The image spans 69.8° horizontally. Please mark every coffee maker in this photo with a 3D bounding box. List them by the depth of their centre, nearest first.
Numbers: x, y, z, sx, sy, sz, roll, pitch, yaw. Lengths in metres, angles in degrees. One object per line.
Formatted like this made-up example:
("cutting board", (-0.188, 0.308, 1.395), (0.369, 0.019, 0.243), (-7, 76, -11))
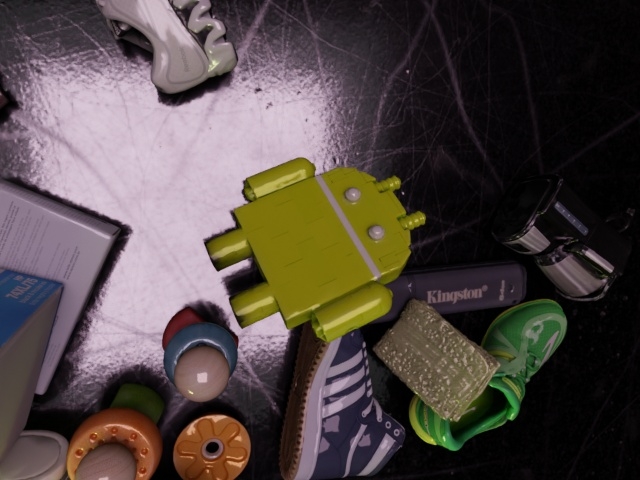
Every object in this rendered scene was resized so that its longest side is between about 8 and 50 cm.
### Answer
("coffee maker", (0.375, -0.021, 0.712), (0.178, 0.120, 0.171), (38, 60, -15))

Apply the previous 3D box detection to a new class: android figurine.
("android figurine", (0.000, 0.000, 0.585), (0.273, 0.056, 0.248), (-23, 65, -10))

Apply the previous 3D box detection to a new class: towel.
("towel", (0.155, 0.162, 0.628), (0.148, 0.027, 0.110), (39, 94, 17))

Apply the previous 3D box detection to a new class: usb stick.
("usb stick", (0.184, 0.075, 0.691), (0.278, 0.045, 0.077), (-4, 94, -15))

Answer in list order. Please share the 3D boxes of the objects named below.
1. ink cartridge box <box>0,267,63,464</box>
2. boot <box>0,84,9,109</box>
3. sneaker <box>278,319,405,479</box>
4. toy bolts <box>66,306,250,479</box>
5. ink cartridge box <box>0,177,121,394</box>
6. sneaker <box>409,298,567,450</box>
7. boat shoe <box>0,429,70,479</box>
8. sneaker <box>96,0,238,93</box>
("ink cartridge box", (-0.422, 0.121, 0.403), (0.270, 0.197, 0.198), (18, 101, -16))
("boot", (-0.420, -0.181, 0.518), (0.087, 0.042, 0.118), (-28, 100, -9))
("sneaker", (0.046, 0.191, 0.636), (0.153, 0.099, 0.282), (14, 88, -18))
("toy bolts", (-0.157, 0.215, 0.550), (0.218, 0.158, 0.228), (30, 86, -15))
("ink cartridge box", (-0.381, 0.040, 0.519), (0.224, 0.045, 0.223), (26, 98, -17))
("sneaker", (0.270, 0.206, 0.681), (0.295, 0.123, 0.109), (-39, 101, -10))
("boat shoe", (-0.448, 0.282, 0.502), (0.319, 0.116, 0.099), (1, 113, -13))
("sneaker", (-0.220, -0.312, 0.536), (0.118, 0.110, 0.292), (-33, 101, -2))
